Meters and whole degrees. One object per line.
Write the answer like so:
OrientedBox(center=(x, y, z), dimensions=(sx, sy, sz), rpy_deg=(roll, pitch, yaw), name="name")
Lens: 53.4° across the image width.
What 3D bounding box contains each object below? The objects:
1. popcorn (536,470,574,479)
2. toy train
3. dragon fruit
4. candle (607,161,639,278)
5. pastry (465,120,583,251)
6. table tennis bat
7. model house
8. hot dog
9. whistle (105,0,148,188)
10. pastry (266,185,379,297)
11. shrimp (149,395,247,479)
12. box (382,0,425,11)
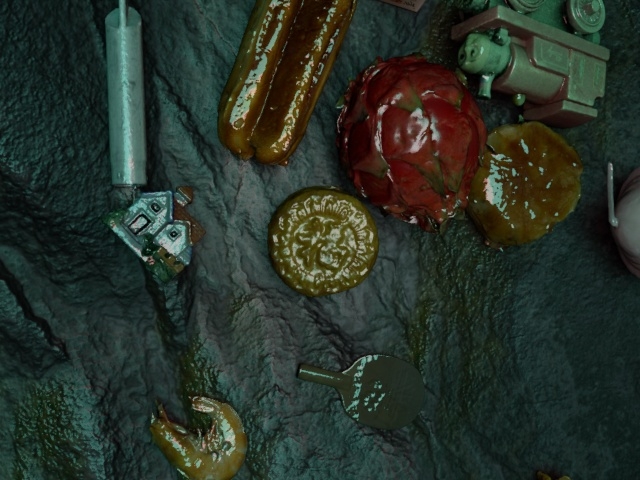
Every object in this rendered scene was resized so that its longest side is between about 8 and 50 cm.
OrientedBox(center=(0.424, 0.471, 1.135), dimensions=(0.097, 0.089, 0.109), rpy_deg=(-28, 105, -42), name="popcorn")
OrientedBox(center=(0.349, -0.325, 1.071), dimensions=(0.304, 0.150, 0.222), rpy_deg=(9, 85, -26), name="toy train")
OrientedBox(center=(0.149, -0.153, 1.024), dimensions=(0.244, 0.244, 0.299), rpy_deg=(-27, 99, -7), name="dragon fruit")
OrientedBox(center=(0.649, -0.030, 1.103), dimensions=(0.342, 0.221, 0.221), rpy_deg=(-2, 90, -5), name="candle")
OrientedBox(center=(0.348, -0.092, 1.116), dimensions=(0.218, 0.100, 0.229), rpy_deg=(18, 87, -10), name="pastry")
OrientedBox(center=(0.072, 0.256, 1.119), dimensions=(0.234, 0.022, 0.131), rpy_deg=(17, 89, -10), name="table tennis bat")
OrientedBox(center=(-0.251, -0.028, 1.033), dimensions=(0.148, 0.119, 0.149), rpy_deg=(45, 77, -5), name="model house")
OrientedBox(center=(-0.059, -0.292, 1.055), dimensions=(0.158, 0.117, 0.349), rpy_deg=(20, 89, -4), name="hot dog")
OrientedBox(center=(-0.319, -0.242, 1.045), dimensions=(0.062, 0.062, 0.312), rpy_deg=(-2, 90, -8), name="whistle")
OrientedBox(center=(0.000, 0.000, 1.055), dimensions=(0.188, 0.103, 0.189), rpy_deg=(0, 98, -1), name="pastry")
OrientedBox(center=(-0.206, 0.326, 1.071), dimensions=(0.187, 0.051, 0.132), rpy_deg=(42, 66, -11), name="shrimp")
OrientedBox(center=(0.096, -0.465, 1.064), dimensions=(0.201, 0.141, 0.058), rpy_deg=(14, 83, -9), name="box")
